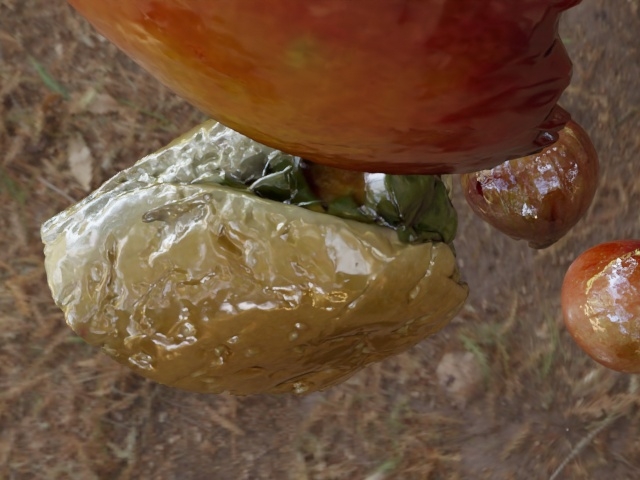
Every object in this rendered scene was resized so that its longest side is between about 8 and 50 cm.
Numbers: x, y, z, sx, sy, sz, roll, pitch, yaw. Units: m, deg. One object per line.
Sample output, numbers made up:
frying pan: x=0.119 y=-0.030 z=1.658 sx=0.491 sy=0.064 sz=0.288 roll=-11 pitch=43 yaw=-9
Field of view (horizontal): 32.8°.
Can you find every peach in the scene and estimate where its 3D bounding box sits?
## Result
peach: x=0.016 y=-0.229 z=0.422 sx=0.310 sy=0.335 sz=0.406 roll=21 pitch=123 yaw=-3

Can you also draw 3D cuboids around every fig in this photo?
fig: x=0.298 y=-0.081 z=1.524 sx=0.205 sy=0.205 sz=0.205 roll=-2 pitch=80 yaw=12

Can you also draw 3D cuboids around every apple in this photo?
apple: x=0.403 y=0.080 z=1.388 sx=0.181 sy=0.168 sz=0.181 roll=8 pitch=66 yaw=-18

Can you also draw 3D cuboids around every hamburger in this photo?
hamburger: x=0.001 y=-0.003 z=0.737 sx=0.209 sy=0.330 sz=0.162 roll=-33 pitch=63 yaw=38
